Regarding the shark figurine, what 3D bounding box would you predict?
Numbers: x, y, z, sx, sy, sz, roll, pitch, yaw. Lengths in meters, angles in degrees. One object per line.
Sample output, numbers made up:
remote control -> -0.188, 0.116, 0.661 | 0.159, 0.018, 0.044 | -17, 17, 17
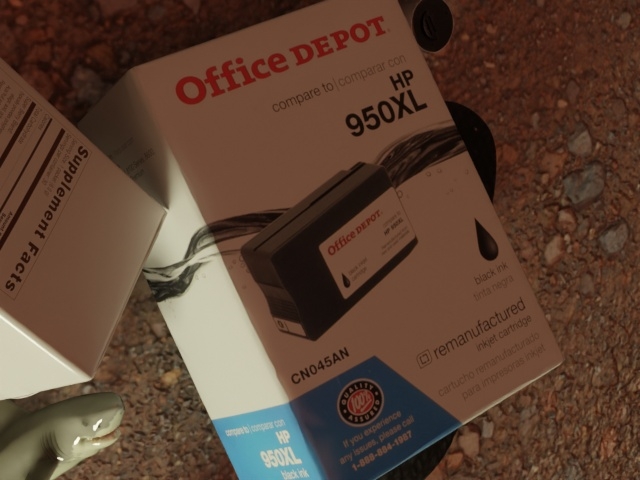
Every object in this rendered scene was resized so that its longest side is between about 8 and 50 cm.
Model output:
shark figurine -> -0.298, 0.198, 1.029 | 0.278, 0.166, 0.116 | -37, 92, -6

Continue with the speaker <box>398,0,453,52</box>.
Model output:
speaker -> 0.070, -0.215, 1.179 | 0.055, 0.136, 0.055 | -6, 100, -34

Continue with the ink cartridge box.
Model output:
ink cartridge box -> 0.000, 0.000, 1.070 | 0.285, 0.166, 0.395 | -26, 91, -30

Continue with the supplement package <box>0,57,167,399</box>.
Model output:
supplement package -> -0.297, -0.029, 0.897 | 0.293, 0.177, 0.175 | 46, 46, -32

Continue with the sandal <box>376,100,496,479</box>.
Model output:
sandal -> 0.092, 0.067, 1.275 | 0.167, 0.107, 0.446 | 27, 69, -34
